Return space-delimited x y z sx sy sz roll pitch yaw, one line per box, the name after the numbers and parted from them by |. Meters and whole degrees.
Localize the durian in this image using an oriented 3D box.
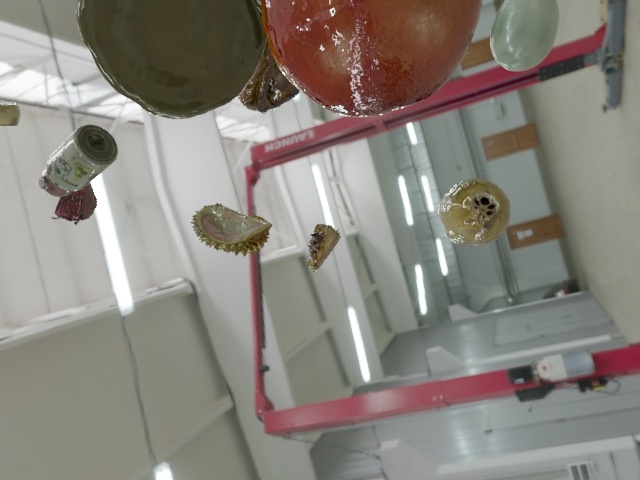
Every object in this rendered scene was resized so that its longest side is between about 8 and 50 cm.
-0.286 -0.022 1.954 0.138 0.249 0.183 102 -169 -58 | durian

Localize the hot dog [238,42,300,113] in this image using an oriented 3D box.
-0.142 -0.569 1.880 0.267 0.174 0.388 -22 -50 -48 | hot dog

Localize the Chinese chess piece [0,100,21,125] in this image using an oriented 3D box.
-0.748 -0.290 1.414 0.122 0.122 0.051 -35 -47 -71 | Chinese chess piece

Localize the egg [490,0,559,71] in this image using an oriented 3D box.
0.489 -0.508 1.482 0.209 0.151 0.151 -71 -16 8 | egg

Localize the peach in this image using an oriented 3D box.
0.076 -0.388 0.999 0.290 0.372 0.373 -45 -60 -46 | peach

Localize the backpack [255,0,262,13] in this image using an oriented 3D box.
-0.013 -0.685 1.569 0.378 0.354 0.201 13 -158 -26 | backpack

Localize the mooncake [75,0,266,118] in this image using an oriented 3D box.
-0.301 -0.459 1.321 0.201 0.378 0.378 -106 -8 -64 | mooncake

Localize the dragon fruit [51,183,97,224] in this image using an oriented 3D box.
-0.749 -0.115 1.925 0.096 0.102 0.147 77 -154 -78 | dragon fruit

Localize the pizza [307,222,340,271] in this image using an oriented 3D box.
0.000 -0.002 1.894 0.154 0.069 0.194 -50 -21 -25 | pizza

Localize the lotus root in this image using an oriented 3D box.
0.388 -0.069 1.603 0.343 0.151 0.169 60 -169 -89 | lotus root

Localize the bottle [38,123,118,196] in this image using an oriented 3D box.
-0.637 -0.193 1.610 0.120 0.253 0.120 28 -132 -37 | bottle
